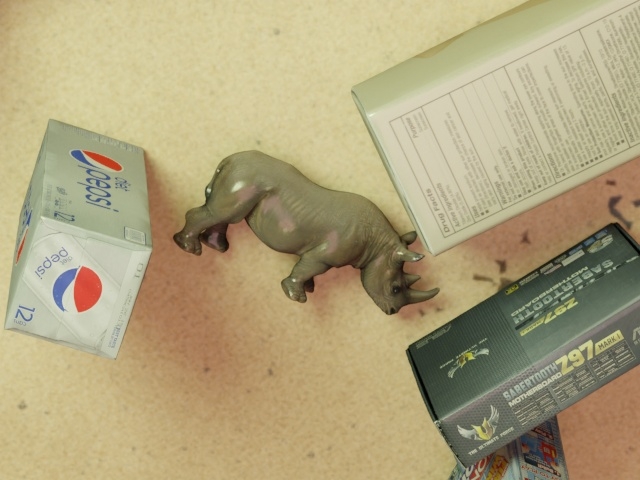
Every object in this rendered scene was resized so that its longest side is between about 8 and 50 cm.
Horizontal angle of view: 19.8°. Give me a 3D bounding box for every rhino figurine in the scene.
[{"bbox_3d":[0.000,0.000,1.623,0.243,0.073,0.106,24,106,-14],"label":"rhino figurine"}]

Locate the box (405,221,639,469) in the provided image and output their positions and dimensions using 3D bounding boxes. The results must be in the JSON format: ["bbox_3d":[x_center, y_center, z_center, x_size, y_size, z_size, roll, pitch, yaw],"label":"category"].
[{"bbox_3d":[0.196,0.087,1.613,0.232,0.183,0.059,-32,108,5],"label":"box"}]

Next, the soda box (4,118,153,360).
[{"bbox_3d":[-0.194,-0.007,1.487,0.091,0.286,0.098,17,105,-12],"label":"soda box"}]

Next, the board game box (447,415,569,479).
[{"bbox_3d":[0.159,0.231,1.647,0.060,0.194,0.194,23,103,-12],"label":"board game box"}]

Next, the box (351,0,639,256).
[{"bbox_3d":[0.197,-0.126,1.578,0.311,0.121,0.148,-24,108,2],"label":"box"}]
